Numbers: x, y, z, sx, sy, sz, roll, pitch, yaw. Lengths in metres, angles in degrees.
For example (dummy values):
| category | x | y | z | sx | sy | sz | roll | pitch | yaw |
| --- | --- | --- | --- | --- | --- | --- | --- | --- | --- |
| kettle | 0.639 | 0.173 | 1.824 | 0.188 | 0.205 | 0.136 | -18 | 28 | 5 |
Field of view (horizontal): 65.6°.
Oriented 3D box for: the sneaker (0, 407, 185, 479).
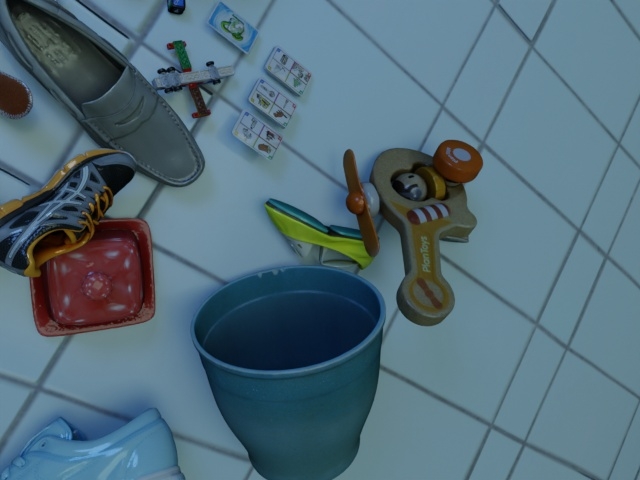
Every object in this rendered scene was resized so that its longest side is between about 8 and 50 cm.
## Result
| category | x | y | z | sx | sy | sz | roll | pitch | yaw |
| --- | --- | --- | --- | --- | --- | --- | --- | --- | --- |
| sneaker | -0.378 | 0.328 | 0.671 | 0.366 | 0.135 | 0.150 | -12 | 64 | -18 |

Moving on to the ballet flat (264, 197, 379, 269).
| category | x | y | z | sx | sy | sz | roll | pitch | yaw |
| --- | --- | --- | --- | --- | --- | --- | --- | --- | --- |
| ballet flat | 0.000 | 0.000 | 0.840 | 0.231 | 0.077 | 0.077 | 18 | 104 | -29 |

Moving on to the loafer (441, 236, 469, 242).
| category | x | y | z | sx | sy | sz | roll | pitch | yaw |
| --- | --- | --- | --- | --- | --- | --- | --- | --- | --- |
| loafer | 0.242 | -0.020 | 0.974 | 0.125 | 0.045 | 0.039 | 7 | 85 | -25 |

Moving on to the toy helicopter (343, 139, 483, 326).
| category | x | y | z | sx | sy | sz | roll | pitch | yaw |
| --- | --- | --- | --- | --- | --- | --- | --- | --- | --- |
| toy helicopter | 0.144 | -0.027 | 0.809 | 0.235 | 0.140 | 0.355 | 11 | 50 | -9 |

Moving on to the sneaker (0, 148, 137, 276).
| category | x | y | z | sx | sy | sz | roll | pitch | yaw |
| --- | --- | --- | --- | --- | --- | --- | --- | --- | --- |
| sneaker | -0.308 | -0.034 | 0.617 | 0.083 | 0.084 | 0.215 | 35 | 58 | 12 |

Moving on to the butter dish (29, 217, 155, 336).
| category | x | y | z | sx | sy | sz | roll | pitch | yaw |
| --- | --- | --- | --- | --- | --- | --- | --- | --- | --- |
| butter dish | -0.300 | 0.053 | 0.664 | 0.160 | 0.118 | 0.159 | -5 | 97 | -26 |

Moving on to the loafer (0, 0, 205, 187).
| category | x | y | z | sx | sy | sz | roll | pitch | yaw |
| --- | --- | --- | --- | --- | --- | --- | --- | --- | --- |
| loafer | -0.275 | -0.182 | 0.645 | 0.112 | 0.111 | 0.319 | -51 | 122 | -5 |

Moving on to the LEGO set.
| category | x | y | z | sx | sy | sz | roll | pitch | yaw |
| --- | --- | --- | --- | --- | --- | --- | --- | --- | --- |
| LEGO set | -0.148 | -0.256 | 0.765 | 0.244 | 0.060 | 0.182 | 32 | 69 | -27 |

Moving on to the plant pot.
| category | x | y | z | sx | sy | sz | roll | pitch | yaw |
| --- | --- | --- | --- | --- | --- | --- | --- | --- | --- |
| plant pot | -0.034 | 0.212 | 0.747 | 0.272 | 0.272 | 0.255 | -17 | 116 | -24 |

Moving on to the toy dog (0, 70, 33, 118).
| category | x | y | z | sx | sy | sz | roll | pitch | yaw |
| --- | --- | --- | --- | --- | --- | --- | --- | --- | --- |
| toy dog | -0.437 | -0.131 | 0.538 | 0.220 | 0.161 | 0.333 | -23 | 110 | -48 |
